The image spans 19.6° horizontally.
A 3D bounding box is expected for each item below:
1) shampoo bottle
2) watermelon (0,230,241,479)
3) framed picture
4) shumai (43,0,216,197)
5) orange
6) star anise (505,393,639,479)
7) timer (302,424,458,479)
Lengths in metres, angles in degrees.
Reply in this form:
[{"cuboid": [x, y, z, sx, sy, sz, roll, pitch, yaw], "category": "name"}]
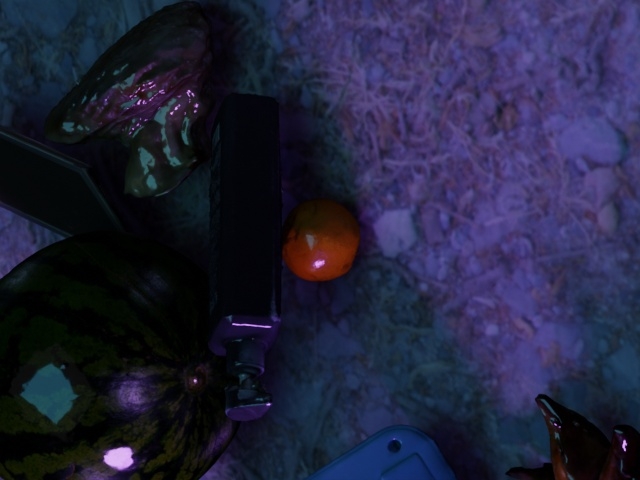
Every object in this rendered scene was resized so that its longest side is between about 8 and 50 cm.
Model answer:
[{"cuboid": [-0.073, 0.019, 1.757, 0.098, 0.071, 0.309, 122, 151, -63], "category": "shampoo bottle"}, {"cuboid": [-0.215, 0.131, 1.846, 0.285, 0.285, 0.285, 7, 103, 35], "category": "watermelon"}, {"cuboid": [-0.295, -0.059, 1.954, 0.252, 0.014, 0.197, 24, 155, 33], "category": "framed picture"}, {"cuboid": [-0.169, -0.132, 1.865, 0.209, 0.161, 0.153, -36, 99, 14], "category": "shumai"}, {"cuboid": [0.000, 0.000, 1.790, 0.083, 0.083, 0.083, 7, 103, 35], "category": "orange"}, {"cuboid": [0.277, 0.246, 1.638, 0.272, 0.102, 0.272, 42, 145, 40], "category": "star anise"}, {"cuboid": [0.044, 0.324, 1.724, 0.250, 0.091, 0.232, -31, 77, -7], "category": "timer"}]
